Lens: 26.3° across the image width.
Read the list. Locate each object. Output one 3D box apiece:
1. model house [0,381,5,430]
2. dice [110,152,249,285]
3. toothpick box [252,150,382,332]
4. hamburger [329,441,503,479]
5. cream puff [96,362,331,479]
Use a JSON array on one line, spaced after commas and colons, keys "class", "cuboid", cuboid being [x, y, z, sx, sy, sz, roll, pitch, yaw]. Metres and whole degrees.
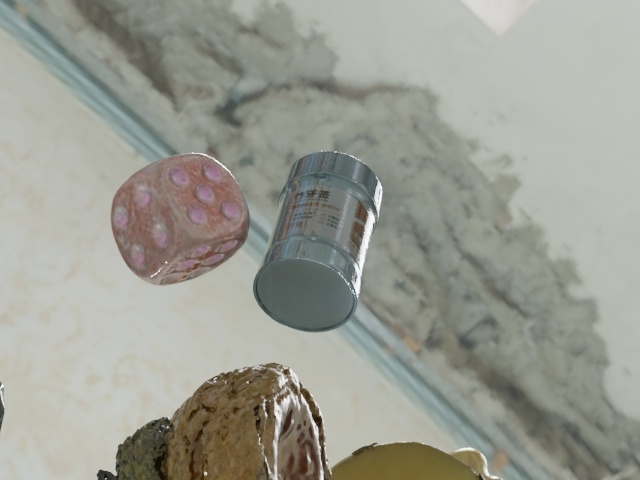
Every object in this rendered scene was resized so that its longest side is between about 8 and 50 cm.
[{"class": "model house", "cuboid": [-0.488, 0.268, 1.411, 0.271, 0.190, 0.301, 1, -84, -39]}, {"class": "dice", "cuboid": [-0.126, -0.019, 1.233, 0.094, 0.093, 0.091, -10, -112, -43]}, {"class": "toothpick box", "cuboid": [0.000, 0.000, 1.310, 0.101, 0.101, 0.153, 33, -139, -18]}, {"class": "hamburger", "cuboid": [0.116, 0.388, 1.825, 0.261, 0.303, 0.186, 41, 171, 10]}, {"class": "cream puff", "cuboid": [-0.093, 0.191, 1.080, 0.183, 0.169, 0.183, -7, -90, -73]}]
